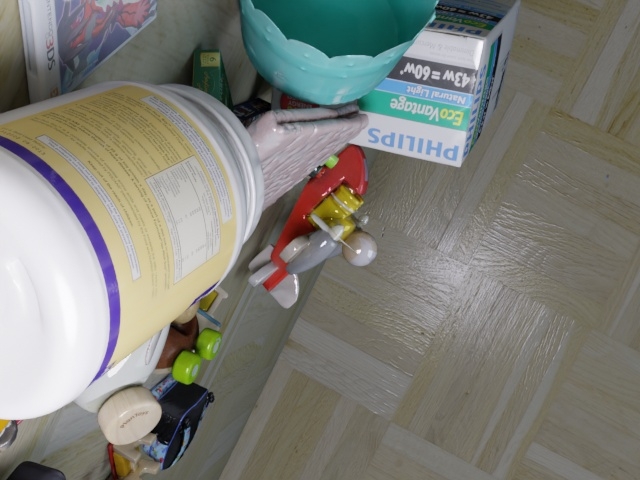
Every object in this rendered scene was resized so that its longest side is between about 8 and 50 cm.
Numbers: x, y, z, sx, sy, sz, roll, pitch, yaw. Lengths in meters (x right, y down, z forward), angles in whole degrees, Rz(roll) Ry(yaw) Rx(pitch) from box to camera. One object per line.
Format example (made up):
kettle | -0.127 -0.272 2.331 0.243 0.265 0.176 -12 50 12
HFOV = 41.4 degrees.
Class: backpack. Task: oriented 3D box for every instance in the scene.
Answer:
backpack | -0.326 0.400 1.834 0.173 0.117 0.158 -67 171 22

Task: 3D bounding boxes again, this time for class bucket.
bucket | 0.014 -0.334 1.165 0.281 0.281 0.183 -60 180 -17

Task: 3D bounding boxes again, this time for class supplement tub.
supplement tub | -0.216 -0.015 0.785 0.331 0.241 0.241 -40 156 -58

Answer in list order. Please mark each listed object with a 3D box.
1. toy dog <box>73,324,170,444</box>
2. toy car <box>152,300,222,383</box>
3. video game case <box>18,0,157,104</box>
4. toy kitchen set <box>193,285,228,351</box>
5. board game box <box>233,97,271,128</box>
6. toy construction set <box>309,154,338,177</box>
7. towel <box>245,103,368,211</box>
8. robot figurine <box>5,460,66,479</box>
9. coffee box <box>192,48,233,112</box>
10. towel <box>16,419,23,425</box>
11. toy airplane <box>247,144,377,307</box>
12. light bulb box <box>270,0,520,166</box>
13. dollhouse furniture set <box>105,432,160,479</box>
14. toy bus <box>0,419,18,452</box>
toy dog | -0.266 0.110 1.086 0.161 0.220 0.334 -2 110 -51
toy car | -0.247 0.109 1.369 0.149 0.155 0.188 -49 154 -59
video game case | -0.221 -0.248 0.833 0.201 0.023 0.183 -56 169 -38
toy kitchen set | -0.243 0.114 1.599 0.166 0.122 0.207 -59 -169 -27
board game box | -0.162 -0.123 1.485 0.243 0.042 0.165 -67 171 22
toy construction set | 0.028 -0.259 1.832 0.215 0.151 0.327 -37 -175 46
towel | -0.110 -0.093 1.270 0.332 0.053 0.317 -38 173 28
robot figurine | -0.433 0.439 1.134 0.278 0.209 0.173 -58 -177 -33
coffee box | -0.154 -0.183 1.223 0.184 0.040 0.113 91 -1 -73
towel | -0.427 0.229 1.011 0.329 0.037 0.237 -56 169 -41
toy airplane | 0.000 0.000 2.037 0.386 0.272 0.384 -57 170 -36
light bulb box | 0.142 -0.328 1.527 0.361 0.358 0.225 -51 151 -57
dollhouse furniture set | -0.439 0.577 1.750 0.201 0.152 0.374 -51 148 -51
toy bus | -0.394 0.200 0.800 0.333 0.130 0.108 -58 171 -30
